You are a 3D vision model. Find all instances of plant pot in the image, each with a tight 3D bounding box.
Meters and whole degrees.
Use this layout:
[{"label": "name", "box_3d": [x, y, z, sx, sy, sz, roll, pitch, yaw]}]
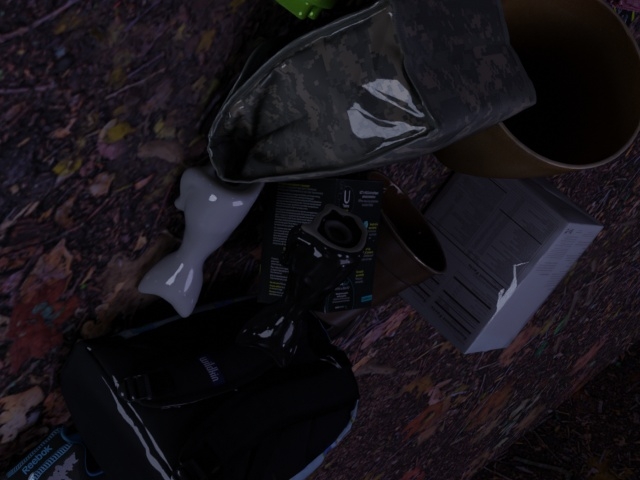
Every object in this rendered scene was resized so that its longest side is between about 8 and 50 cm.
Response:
[{"label": "plant pot", "box_3d": [0.054, 0.021, 1.593, 0.165, 0.167, 0.167, -38, 160, 19]}, {"label": "plant pot", "box_3d": [0.243, -0.171, 1.527, 0.237, 0.237, 0.254, -35, -179, -25]}]

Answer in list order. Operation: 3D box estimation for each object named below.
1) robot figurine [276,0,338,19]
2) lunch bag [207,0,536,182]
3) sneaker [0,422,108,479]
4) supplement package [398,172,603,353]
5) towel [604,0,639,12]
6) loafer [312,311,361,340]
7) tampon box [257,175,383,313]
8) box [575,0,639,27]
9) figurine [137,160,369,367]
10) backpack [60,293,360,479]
[{"label": "robot figurine", "box_3d": [0.003, -0.271, 1.158, 0.115, 0.067, 0.101, -57, 161, 24]}, {"label": "lunch bag", "box_3d": [0.041, -0.153, 1.269, 0.287, 0.168, 0.235, -20, -179, 37]}, {"label": "sneaker", "box_3d": [-0.285, 0.321, 1.562, 0.139, 0.125, 0.341, -52, 159, 1]}, {"label": "supplement package", "box_3d": [0.273, 0.016, 1.918, 0.262, 0.198, 0.199, -54, 157, 17]}, {"label": "towel", "box_3d": [0.467, -0.440, 1.511, 0.237, 0.037, 0.329, -14, 132, -60]}, {"label": "loafer", "box_3d": [0.030, 0.044, 1.727, 0.078, 0.080, 0.220, 8, 115, -35]}, {"label": "tampon box", "box_3d": [0.000, 0.000, 1.469, 0.120, 0.101, 0.161, -1, 98, -59]}, {"label": "box", "box_3d": [0.378, -0.356, 1.581, 0.216, 0.060, 0.270, -48, 156, -13]}, {"label": "figurine", "box_3d": [-0.086, 0.030, 1.360, 0.209, 0.215, 0.092, -60, -175, 32]}, {"label": "backpack", "box_3d": [-0.115, 0.206, 1.500, 0.356, 0.290, 0.273, -30, 169, -36]}]
